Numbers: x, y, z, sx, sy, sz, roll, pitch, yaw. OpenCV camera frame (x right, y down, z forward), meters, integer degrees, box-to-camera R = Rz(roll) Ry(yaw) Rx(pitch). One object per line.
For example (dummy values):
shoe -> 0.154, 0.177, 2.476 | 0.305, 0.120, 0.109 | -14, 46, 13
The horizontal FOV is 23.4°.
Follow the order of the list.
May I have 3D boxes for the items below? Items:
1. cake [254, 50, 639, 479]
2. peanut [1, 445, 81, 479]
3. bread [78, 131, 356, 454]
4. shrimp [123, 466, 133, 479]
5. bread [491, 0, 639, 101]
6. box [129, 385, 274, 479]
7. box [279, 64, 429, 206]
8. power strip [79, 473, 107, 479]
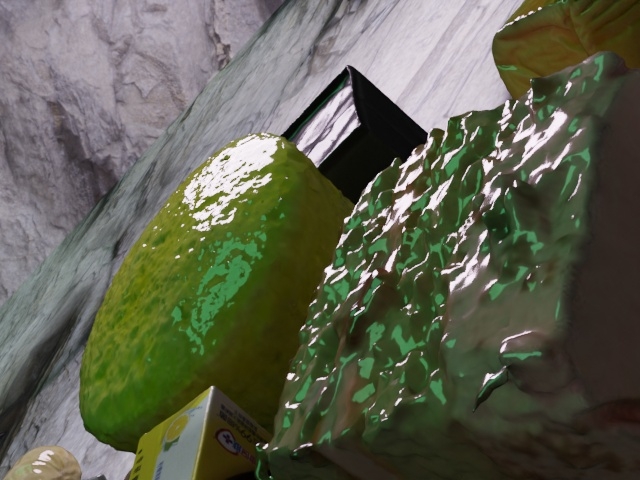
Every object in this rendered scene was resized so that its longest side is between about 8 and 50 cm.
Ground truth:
cake -> 0.167, 0.075, 1.113 | 0.306, 0.293, 0.314 | -29, 37, 47
peanut -> -0.447, 0.422, 2.249 | 0.274, 0.111, 0.125 | -53, 32, -1
bread -> -0.048, 0.092, 1.567 | 0.348, 0.307, 0.348 | -42, 31, 33
shrimp -> -0.175, 0.270, 1.974 | 0.254, 0.059, 0.145 | -39, 10, 45
bread -> 0.266, -0.098, 1.250 | 0.119, 0.288, 0.152 | -39, 10, -28
box -> -0.039, 0.269, 1.283 | 0.097, 0.265, 0.168 | -38, 20, 24
box -> 0.001, 0.001, 1.846 | 0.345, 0.204, 0.251 | -45, 17, 15
power strip -> -0.344, 0.363, 2.065 | 0.145, 0.061, 0.215 | -28, -5, 26
